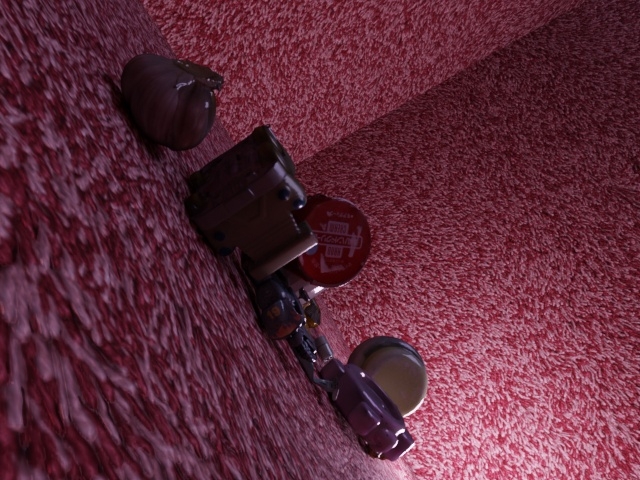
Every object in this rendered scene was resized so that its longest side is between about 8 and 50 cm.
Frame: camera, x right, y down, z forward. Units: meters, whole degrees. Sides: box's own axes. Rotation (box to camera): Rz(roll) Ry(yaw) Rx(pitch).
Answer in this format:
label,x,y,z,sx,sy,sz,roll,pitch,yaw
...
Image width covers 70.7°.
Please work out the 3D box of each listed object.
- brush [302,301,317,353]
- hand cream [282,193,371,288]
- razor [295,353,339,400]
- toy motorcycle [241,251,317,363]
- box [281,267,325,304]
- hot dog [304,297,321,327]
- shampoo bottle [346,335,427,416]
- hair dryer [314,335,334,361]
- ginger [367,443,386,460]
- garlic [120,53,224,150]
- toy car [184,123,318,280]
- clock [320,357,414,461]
label,x,y,z,sx,sy,sz,roll,pitch,yaw
brush,-0.060,0.249,1.430,0.103,0.013,0.272,11,40,-32
hand cream,0.000,0.000,1.138,0.149,0.230,0.230,12,-44,59
razor,-0.047,0.290,1.181,0.277,0.056,0.111,53,-1,2
toy motorcycle,-0.095,0.143,1.051,0.307,0.108,0.173,58,4,38
box,-0.058,0.086,1.351,0.262,0.206,0.291,62,-4,2
hot dog,-0.055,0.239,1.641,0.270,0.082,0.162,111,-45,-82
shampoo bottle,0.259,0.547,1.821,0.322,0.323,0.317,60,-13,-2
hair dryer,0.017,0.405,1.641,0.082,0.047,0.137,61,-7,27
ginger,0.190,0.687,1.483,0.096,0.067,0.165,60,13,7
garlic,-0.292,-0.290,0.946,0.207,0.207,0.257,60,-7,-7
toy car,-0.151,-0.099,1.040,0.226,0.242,0.336,54,5,-27
clock,0.139,0.512,1.398,0.322,0.113,0.295,46,3,-45
